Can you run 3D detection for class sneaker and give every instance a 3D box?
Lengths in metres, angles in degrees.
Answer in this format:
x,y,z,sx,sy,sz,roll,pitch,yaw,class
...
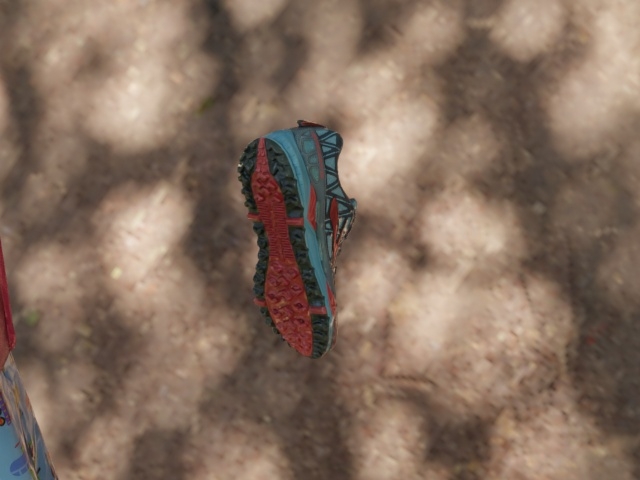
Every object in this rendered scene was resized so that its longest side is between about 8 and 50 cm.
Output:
x,y,z,sx,sy,sz,roll,pitch,yaw,class
0.000,0.000,1.779,0.104,0.262,0.125,19,36,41,sneaker

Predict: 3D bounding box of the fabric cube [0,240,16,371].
x,y,z,sx,sy,sz,roll,pitch,yaw,class
-0.330,0.021,0.923,0.254,0.259,0.258,2,31,7,fabric cube

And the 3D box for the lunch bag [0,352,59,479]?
x,y,z,sx,sy,sz,roll,pitch,yaw,class
-0.387,0.207,1.441,0.293,0.221,0.138,-16,22,-2,lunch bag
